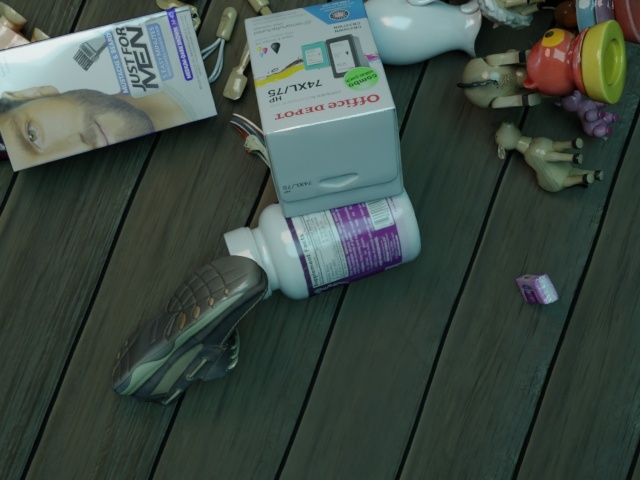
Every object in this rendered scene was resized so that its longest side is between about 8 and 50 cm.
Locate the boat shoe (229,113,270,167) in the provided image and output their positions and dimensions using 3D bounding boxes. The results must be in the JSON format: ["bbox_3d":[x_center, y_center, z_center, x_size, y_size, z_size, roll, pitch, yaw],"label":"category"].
[{"bbox_3d":[-0.107,-0.165,1.491,0.137,0.049,0.043,40,86,-7],"label":"boat shoe"}]

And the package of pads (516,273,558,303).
[{"bbox_3d":[0.379,0.085,1.505,0.032,0.083,0.050,-25,93,-11],"label":"package of pads"}]

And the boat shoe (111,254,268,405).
[{"bbox_3d":[-0.192,0.151,1.379,0.130,0.132,0.355,34,126,-27],"label":"boat shoe"}]

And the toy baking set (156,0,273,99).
[{"bbox_3d":[-0.177,-0.378,1.506,0.197,0.030,0.256,-39,85,0],"label":"toy baking set"}]

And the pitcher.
[{"bbox_3d":[0.176,-0.380,1.466,0.207,0.178,0.125,-2,59,-7],"label":"pitcher"}]

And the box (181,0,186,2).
[{"bbox_3d":[-0.215,-0.558,1.443,0.163,0.142,0.247,41,83,13],"label":"box"}]

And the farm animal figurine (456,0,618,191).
[{"bbox_3d":[0.355,-0.256,1.472,0.327,0.172,0.330,5,90,-41],"label":"farm animal figurine"}]

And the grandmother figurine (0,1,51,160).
[{"bbox_3d":[-0.572,-0.214,1.425,0.208,0.104,0.342,37,87,-6],"label":"grandmother figurine"}]

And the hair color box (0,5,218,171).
[{"bbox_3d":[-0.356,-0.249,1.388,0.339,0.110,0.185,-18,108,-14],"label":"hair color box"}]

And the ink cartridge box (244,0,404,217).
[{"bbox_3d":[0.004,-0.211,1.362,0.198,0.197,0.270,-12,52,0],"label":"ink cartridge box"}]

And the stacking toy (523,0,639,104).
[{"bbox_3d":[0.396,-0.379,1.303,0.309,0.130,0.279,-49,129,-41],"label":"stacking toy"}]

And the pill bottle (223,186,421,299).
[{"bbox_3d":[0.000,0.000,1.431,0.301,0.169,0.169,-19,89,-6],"label":"pill bottle"}]
